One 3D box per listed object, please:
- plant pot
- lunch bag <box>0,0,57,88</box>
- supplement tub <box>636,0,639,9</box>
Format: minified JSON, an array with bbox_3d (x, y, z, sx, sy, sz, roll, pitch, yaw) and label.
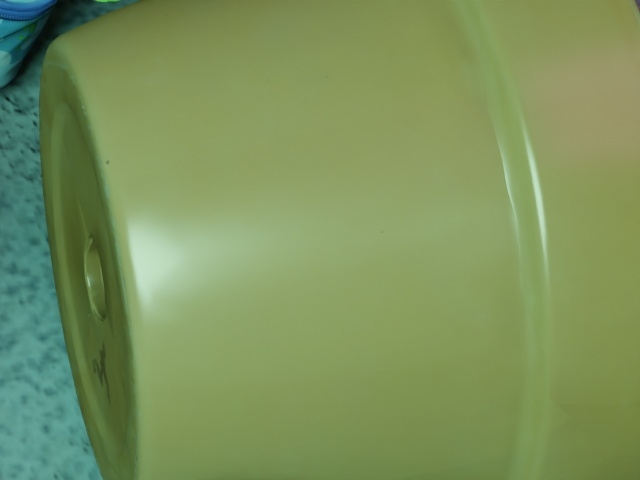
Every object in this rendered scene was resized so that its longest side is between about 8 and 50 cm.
[{"bbox_3d":[0.000,0.000,0.765,0.203,0.291,0.291,-9,64,-17],"label":"plant pot"},{"bbox_3d":[-0.196,-0.187,0.886,0.176,0.090,0.219,22,50,-12],"label":"lunch bag"},{"bbox_3d":[0.210,-0.070,1.003,0.144,0.144,0.199,-14,68,-36],"label":"supplement tub"}]
